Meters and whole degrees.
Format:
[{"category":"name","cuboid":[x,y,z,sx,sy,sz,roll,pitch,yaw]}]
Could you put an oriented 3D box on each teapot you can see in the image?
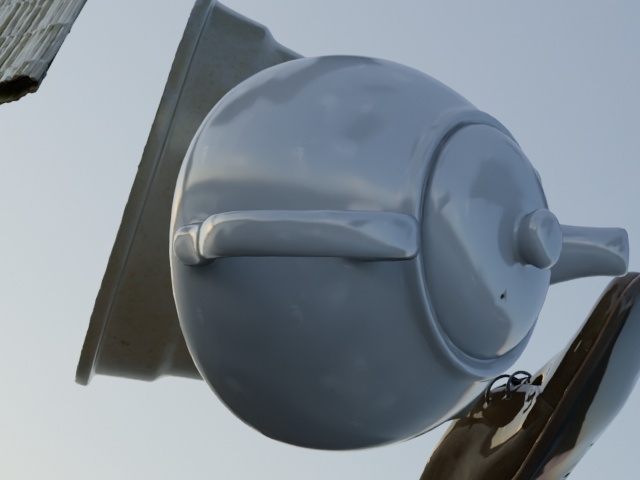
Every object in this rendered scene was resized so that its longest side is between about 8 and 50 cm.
[{"category":"teapot","cuboid":[0.046,0.004,0.929,0.187,0.256,0.252,-4,-50,36]}]

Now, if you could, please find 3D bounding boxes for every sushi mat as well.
[{"category":"sushi mat","cuboid":[-0.226,-0.155,1.106,0.151,0.316,0.019,-9,-62,10]}]

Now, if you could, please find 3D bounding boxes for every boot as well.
[{"category":"boot","cuboid":[0.177,0.139,1.352,0.115,0.305,0.112,41,21,32]}]

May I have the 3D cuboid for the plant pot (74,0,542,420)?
[{"category":"plant pot","cuboid":[0.000,0.000,1.298,0.305,0.333,0.334,18,-21,-4]}]
